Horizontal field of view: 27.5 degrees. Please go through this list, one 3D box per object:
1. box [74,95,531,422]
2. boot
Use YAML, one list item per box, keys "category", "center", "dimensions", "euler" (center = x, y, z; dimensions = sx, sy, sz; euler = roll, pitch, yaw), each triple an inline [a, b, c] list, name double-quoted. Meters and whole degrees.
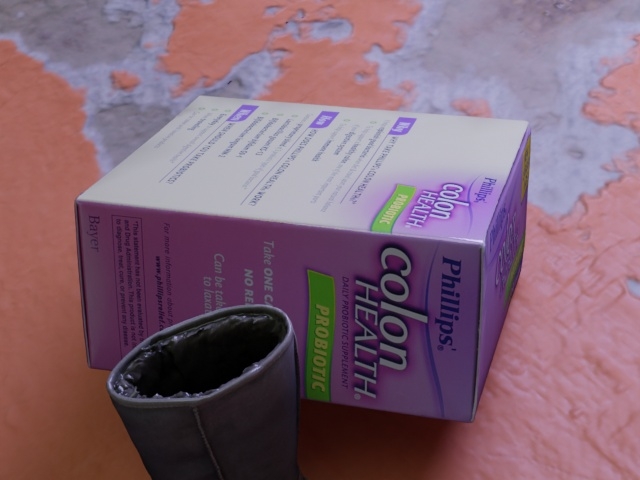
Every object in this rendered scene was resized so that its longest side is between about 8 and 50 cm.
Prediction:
- category: "box"
  center: [0.000, 0.000, 0.841]
  dimensions: [0.243, 0.117, 0.213]
  euler: [5, 24, 14]
- category: "boot"
  center: [-0.085, 0.141, 0.744]
  dimensions: [0.190, 0.208, 0.076]
  euler: [-31, 60, -13]
